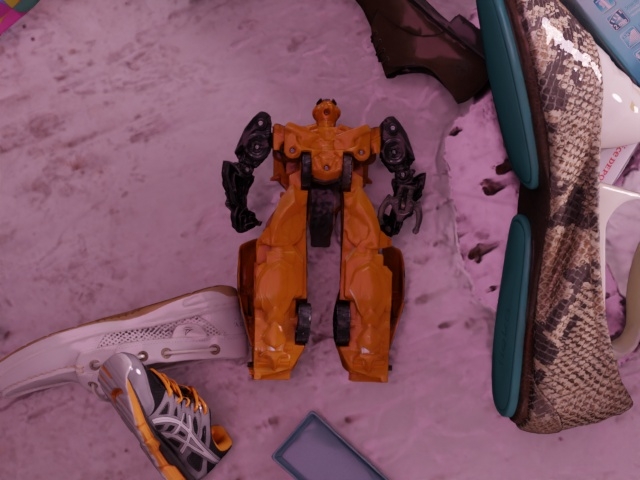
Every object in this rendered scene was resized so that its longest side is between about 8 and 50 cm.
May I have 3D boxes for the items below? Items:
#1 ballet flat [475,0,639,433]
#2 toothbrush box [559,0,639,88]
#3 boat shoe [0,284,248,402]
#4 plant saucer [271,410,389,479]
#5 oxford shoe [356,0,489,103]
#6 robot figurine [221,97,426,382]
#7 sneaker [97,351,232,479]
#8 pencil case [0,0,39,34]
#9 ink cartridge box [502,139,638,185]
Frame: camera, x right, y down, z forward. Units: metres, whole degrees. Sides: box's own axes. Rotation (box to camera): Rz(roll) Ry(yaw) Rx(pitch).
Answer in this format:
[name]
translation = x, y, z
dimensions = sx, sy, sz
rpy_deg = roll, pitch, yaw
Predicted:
[ballet flat]
translation = 0.252, -0.045, 1.585
dimensions = 0.182, 0.164, 0.483
rpy_deg = -6, 105, -5
[toothbrush box]
translation = 0.344, -0.292, 1.640
dimensions = 0.216, 0.126, 0.295
rpy_deg = -38, 83, 3
[boat shoe]
translation = -0.209, 0.129, 1.684
dimensions = 0.277, 0.098, 0.096
rpy_deg = -18, 83, 4
[plant saucer]
translation = 0.041, 0.265, 1.683
dimensions = 0.192, 0.018, 0.067
rpy_deg = 42, 91, 9
[oxford shoe]
translation = 0.077, -0.224, 1.690
dimensions = 0.227, 0.083, 0.096
rpy_deg = 37, 95, 9
[robot figurine]
translation = 0.000, 0.000, 1.667
dimensions = 0.211, 0.085, 0.291
rpy_deg = 2, 86, -5
[sneaker]
translation = -0.157, 0.174, 1.639
dimensions = 0.083, 0.215, 0.084
rpy_deg = -35, 50, -9
[pencil case]
translation = -0.390, -0.247, 1.738
dimensions = 0.236, 0.104, 0.104
rpy_deg = -45, 82, 2
[ink cartridge box]
translation = 0.263, -0.108, 1.671
dimensions = 0.122, 0.052, 0.088
rpy_deg = 31, 90, 7
